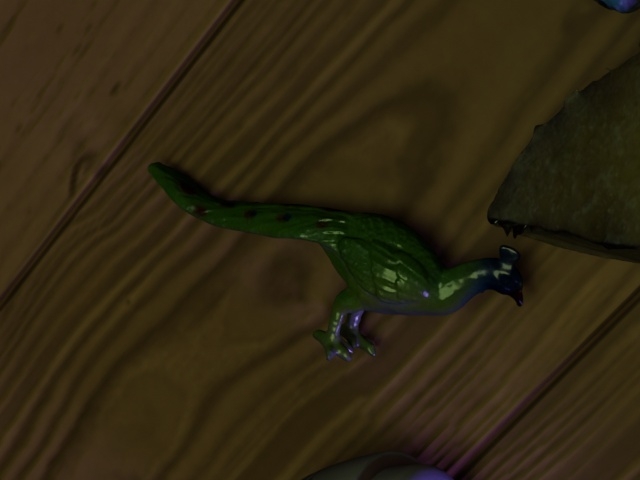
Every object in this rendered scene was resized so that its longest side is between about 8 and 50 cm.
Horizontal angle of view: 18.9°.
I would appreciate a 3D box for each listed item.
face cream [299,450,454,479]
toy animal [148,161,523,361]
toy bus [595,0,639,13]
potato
[{"bbox_3d":[0.022,0.153,0.954,0.095,0.091,0.091,-14,94,38],"label":"face cream"},{"bbox_3d":[-0.001,0.017,0.968,0.217,0.041,0.075,14,105,29],"label":"toy animal"},{"bbox_3d":[0.169,-0.214,0.793,0.091,0.109,0.262,37,116,10],"label":"toy bus"},{"bbox_3d":[0.166,-0.030,0.859,0.172,0.089,0.100,5,82,59],"label":"potato"}]
